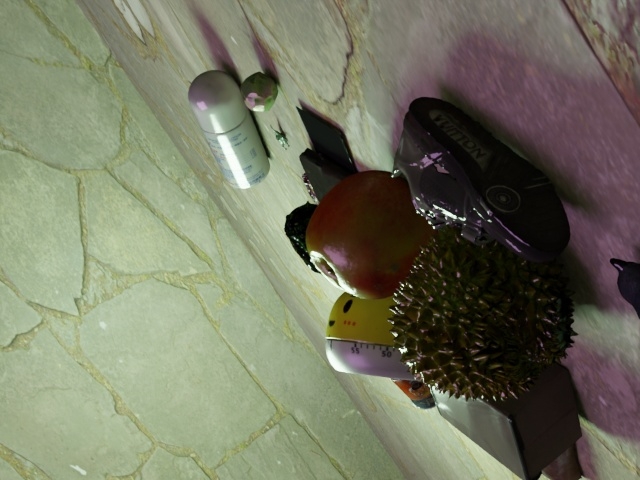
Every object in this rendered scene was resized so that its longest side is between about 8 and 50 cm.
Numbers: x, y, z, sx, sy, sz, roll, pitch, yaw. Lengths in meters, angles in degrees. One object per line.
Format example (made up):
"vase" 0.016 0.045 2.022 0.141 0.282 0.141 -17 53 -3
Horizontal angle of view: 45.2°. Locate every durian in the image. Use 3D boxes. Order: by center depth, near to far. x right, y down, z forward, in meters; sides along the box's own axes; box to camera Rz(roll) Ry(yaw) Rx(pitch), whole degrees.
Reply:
"durian" 0.231 0.097 1.117 0.291 0.291 0.225 58 172 -25

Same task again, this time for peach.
"peach" 0.095 -0.009 1.367 0.231 0.231 0.231 48 166 16

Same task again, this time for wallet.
"wallet" 0.060 -0.088 1.627 0.309 0.042 0.165 37 164 48

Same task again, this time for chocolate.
"chocolate" 0.442 0.411 1.588 0.161 0.083 0.261 33 157 50

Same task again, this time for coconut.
"coconut" -0.127 -0.311 1.613 0.082 0.083 0.081 22 162 23

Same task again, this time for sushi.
"sushi" 0.000 0.000 1.900 0.225 0.124 0.127 42 166 44

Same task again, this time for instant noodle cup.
"instant noodle cup" 0.239 0.340 1.925 0.136 0.127 0.127 41 175 -34

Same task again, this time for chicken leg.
"chicken leg" 0.004 -0.105 1.828 0.062 0.037 0.145 4 132 52

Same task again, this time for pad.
"pad" 0.036 -0.161 1.618 0.159 0.009 0.265 39 163 42

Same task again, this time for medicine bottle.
"medicine bottle" -0.230 -0.280 1.923 0.130 0.130 0.340 43 165 33

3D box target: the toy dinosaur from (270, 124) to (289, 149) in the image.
"toy dinosaur" -0.098 -0.248 1.811 0.083 0.021 0.062 57 179 -26

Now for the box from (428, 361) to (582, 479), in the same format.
"box" 0.336 0.288 1.435 0.252 0.153 0.188 32 150 55

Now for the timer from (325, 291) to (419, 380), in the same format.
"timer" 0.147 0.160 1.675 0.285 0.285 0.285 48 166 16

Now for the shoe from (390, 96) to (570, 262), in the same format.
"shoe" 0.201 -0.054 1.031 0.293 0.109 0.149 54 146 29

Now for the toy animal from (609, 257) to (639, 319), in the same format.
"toy animal" 0.397 0.102 0.858 0.210 0.117 0.121 32 163 51
